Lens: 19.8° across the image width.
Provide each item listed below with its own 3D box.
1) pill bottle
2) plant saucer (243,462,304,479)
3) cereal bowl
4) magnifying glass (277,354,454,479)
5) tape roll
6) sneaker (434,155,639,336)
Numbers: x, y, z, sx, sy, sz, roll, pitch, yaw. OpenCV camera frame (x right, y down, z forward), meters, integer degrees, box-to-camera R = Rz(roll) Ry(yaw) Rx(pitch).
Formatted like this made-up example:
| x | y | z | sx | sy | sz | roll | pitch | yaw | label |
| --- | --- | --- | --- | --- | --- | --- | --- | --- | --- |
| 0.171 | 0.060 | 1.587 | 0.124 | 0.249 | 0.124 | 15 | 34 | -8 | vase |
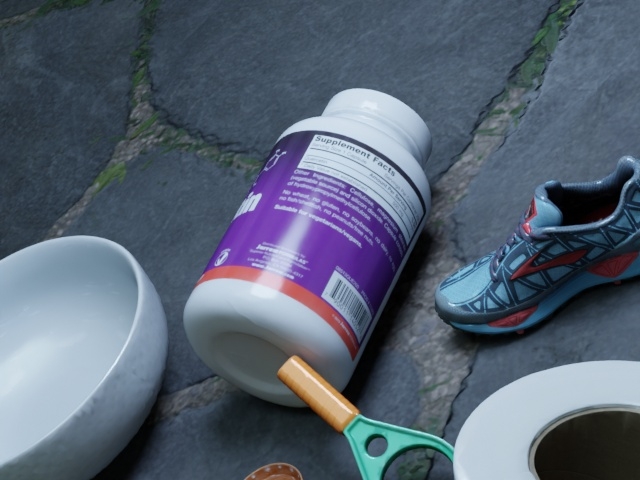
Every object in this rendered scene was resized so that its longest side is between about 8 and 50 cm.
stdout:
| x | y | z | sx | sy | sz | roll | pitch | yaw | label |
| --- | --- | --- | --- | --- | --- | --- | --- | --- | --- |
| 0.000 | 0.000 | 1.896 | 0.181 | 0.181 | 0.323 | -2 | 48 | 37 | pill bottle |
| -0.051 | 0.254 | 1.794 | 0.083 | 0.013 | 0.083 | -21 | 39 | 18 | plant saucer |
| -0.302 | 0.163 | 1.988 | 0.339 | 0.141 | 0.339 | -22 | 38 | 19 | cereal bowl |
| 0.046 | 0.186 | 1.707 | 0.092 | 0.026 | 0.231 | -47 | 60 | -6 | magnifying glass |
| 0.226 | 0.228 | 1.402 | 0.246 | 0.169 | 0.246 | -3 | 33 | 2 | tape roll |
| 0.217 | -0.006 | 1.775 | 0.262 | 0.125 | 0.104 | -26 | 37 | 13 | sneaker |
